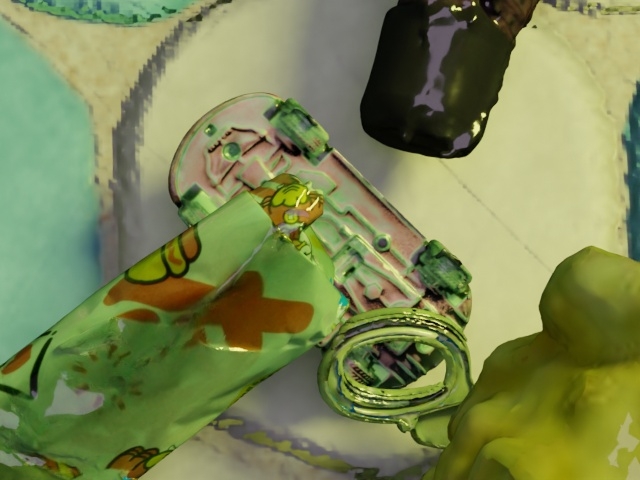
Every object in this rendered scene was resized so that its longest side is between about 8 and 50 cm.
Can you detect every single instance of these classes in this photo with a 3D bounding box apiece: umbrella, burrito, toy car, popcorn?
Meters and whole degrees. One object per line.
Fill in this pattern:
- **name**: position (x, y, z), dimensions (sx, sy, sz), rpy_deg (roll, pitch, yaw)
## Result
- **umbrella**: position (0.089, -0.185, 0.820), dimensions (0.094, 0.090, 0.326), rpy_deg (16, 81, -3)
- **burrito**: position (-0.096, 0.091, 0.764), dimensions (0.288, 0.054, 0.104), rpy_deg (-37, 105, 2)
- **toy car**: position (0.000, 0.000, 0.802), dimensions (0.142, 0.055, 0.069), rpy_deg (45, 92, -5)
- **popcorn**: position (0.148, 0.108, 0.711), dimensions (0.235, 0.181, 0.216), rpy_deg (2, 99, -20)

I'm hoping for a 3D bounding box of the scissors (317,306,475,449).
- **scissors**: position (0.097, 0.076, 0.798), dimensions (0.187, 0.020, 0.133), rpy_deg (-14, 104, -10)
